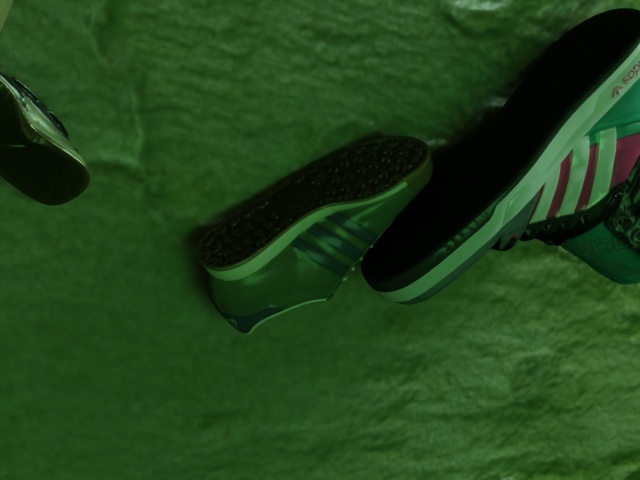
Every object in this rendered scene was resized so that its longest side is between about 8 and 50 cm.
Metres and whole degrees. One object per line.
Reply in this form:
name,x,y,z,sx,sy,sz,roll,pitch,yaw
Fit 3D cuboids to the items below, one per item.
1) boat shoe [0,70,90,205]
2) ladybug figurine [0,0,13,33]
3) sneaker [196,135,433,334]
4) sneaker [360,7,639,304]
boat shoe,-0.204,-0.077,1.217,0.056,0.049,0.152,-35,135,6
ladybug figurine,-0.336,-0.128,1.011,0.305,0.162,0.449,40,82,-38
sneaker,0.000,0.000,1.396,0.192,0.064,0.086,-29,133,-21
sneaker,0.176,-0.018,1.478,0.295,0.124,0.178,-43,120,-13
